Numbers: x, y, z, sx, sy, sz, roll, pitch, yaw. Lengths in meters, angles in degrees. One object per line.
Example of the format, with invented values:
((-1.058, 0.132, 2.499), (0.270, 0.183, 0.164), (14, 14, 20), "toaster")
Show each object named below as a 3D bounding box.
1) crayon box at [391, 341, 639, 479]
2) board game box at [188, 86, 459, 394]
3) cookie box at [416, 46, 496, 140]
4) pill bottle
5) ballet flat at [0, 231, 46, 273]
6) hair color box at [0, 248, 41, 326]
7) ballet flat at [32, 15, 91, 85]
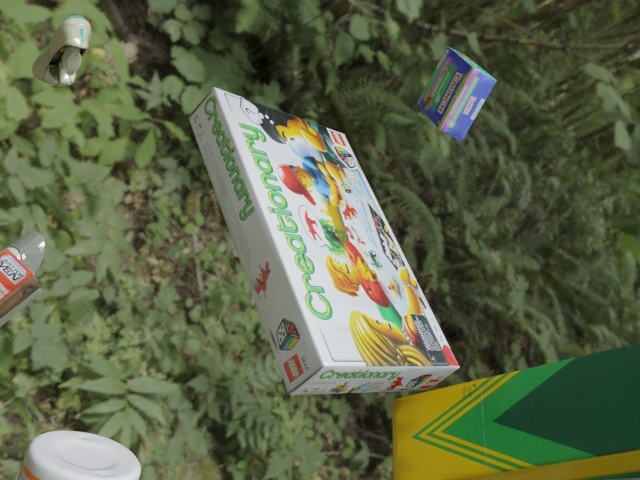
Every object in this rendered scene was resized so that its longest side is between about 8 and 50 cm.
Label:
((0.298, 0.241, 0.742), (0.363, 0.313, 0.106), (42, 41, -39), "crayon box")
((0.000, 0.000, 0.699), (0.193, 0.053, 0.305), (10, 47, -46), "board game box")
((0.180, -0.198, 0.968), (0.040, 0.092, 0.107), (19, 24, -21), "cookie box")
((-0.515, 0.598, 1.414), (0.224, 0.224, 0.392), (11, 98, -66), "pill bottle")
((-0.543, 0.072, 1.209), (0.072, 0.213, 0.068), (37, -1, 18), "ballet flat")
((-0.439, 0.094, 0.910), (0.053, 0.167, 0.093), (43, -23, 2), "hair color box")
((-0.533, -0.366, 1.488), (0.086, 0.248, 0.086), (12, 66, -30), "ballet flat")
